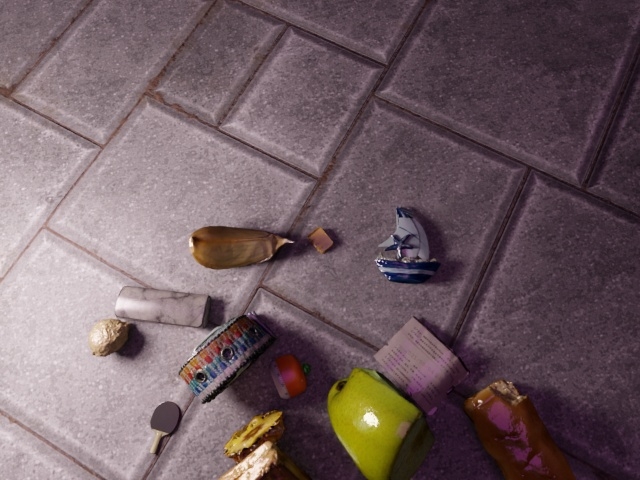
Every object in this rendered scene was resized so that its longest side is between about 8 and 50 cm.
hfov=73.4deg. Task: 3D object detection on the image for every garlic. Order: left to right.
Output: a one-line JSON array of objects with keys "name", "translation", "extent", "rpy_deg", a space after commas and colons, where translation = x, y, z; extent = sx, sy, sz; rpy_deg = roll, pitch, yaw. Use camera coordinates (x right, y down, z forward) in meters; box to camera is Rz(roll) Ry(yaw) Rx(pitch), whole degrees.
[{"name": "garlic", "translation": [-0.262, 0.025, 1.438], "extent": [0.339, 0.196, 0.151], "rpy_deg": [2, 87, -7]}]

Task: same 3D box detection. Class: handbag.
[{"name": "handbag", "translation": [0.000, 0.000, 1.522], "extent": [0.061, 0.027, 0.083], "rpy_deg": [-37, 78, -11]}]

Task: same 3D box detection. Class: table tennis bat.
[{"name": "table tennis bat", "translation": [-0.501, 0.588, 1.357], "extent": [0.087, 0.013, 0.156], "rpy_deg": [16, 73, 5]}]

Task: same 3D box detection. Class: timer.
[{"name": "timer", "translation": [-0.091, 0.425, 1.362], "extent": [0.136, 0.099, 0.136], "rpy_deg": [2, 78, -12]}]

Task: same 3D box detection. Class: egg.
[{"name": "egg", "translation": [-0.683, 0.310, 1.388], "extent": [0.118, 0.116, 0.140], "rpy_deg": [-4, 32, 10]}]

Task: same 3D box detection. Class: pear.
[{"name": "pear", "translation": [0.145, 0.519, 1.232], "extent": [0.318, 0.342, 0.238], "rpy_deg": [31, 71, 37]}]

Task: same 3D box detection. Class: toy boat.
[{"name": "toy boat", "translation": [0.280, 0.022, 1.496], "extent": [0.210, 0.070, 0.291], "rpy_deg": [-18, 70, -10]}]

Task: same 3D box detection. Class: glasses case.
[{"name": "glasses case", "translation": [-0.525, 0.223, 1.442], "extent": [0.299, 0.060, 0.114], "rpy_deg": [6, 71, 2]}]

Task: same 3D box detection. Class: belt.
[{"name": "belt", "translation": [-0.293, 0.344, 1.328], "extent": [0.295, 0.207, 0.160], "rpy_deg": [-43, 80, -13]}]

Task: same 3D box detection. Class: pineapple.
[{"name": "pineapple", "translation": [-0.184, 0.583, 1.263], "extent": [0.225, 0.225, 0.076], "rpy_deg": [-30, 92, -8]}]

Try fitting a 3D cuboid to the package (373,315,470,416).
[{"name": "package", "translation": [0.328, 0.398, 1.383], "extent": [0.204, 0.062, 0.251], "rpy_deg": [-42, 73, -12]}]

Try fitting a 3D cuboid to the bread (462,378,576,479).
[{"name": "bread", "translation": [0.583, 0.595, 1.273], "extent": [0.195, 0.149, 0.344], "rpy_deg": [-28, 75, -8]}]

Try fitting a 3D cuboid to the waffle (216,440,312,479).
[{"name": "waffle", "translation": [-0.126, 0.721, 1.186], "extent": [0.224, 0.098, 0.327], "rpy_deg": [-37, 120, -6]}]
